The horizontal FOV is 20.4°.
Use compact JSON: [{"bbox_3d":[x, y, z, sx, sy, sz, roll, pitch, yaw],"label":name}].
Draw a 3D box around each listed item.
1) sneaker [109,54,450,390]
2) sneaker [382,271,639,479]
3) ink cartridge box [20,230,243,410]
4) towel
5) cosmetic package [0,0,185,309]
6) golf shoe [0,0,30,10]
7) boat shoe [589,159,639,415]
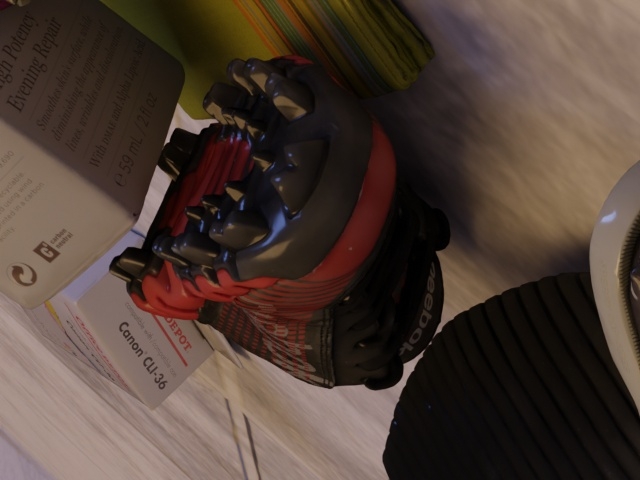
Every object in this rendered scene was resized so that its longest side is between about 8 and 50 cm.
[{"bbox_3d":[0.000,0.000,0.709,0.135,0.097,0.276,25,169,-9],"label":"sneaker"},{"bbox_3d":[0.106,0.113,0.766,0.122,0.146,0.330,65,148,26],"label":"sneaker"},{"bbox_3d":[-0.150,0.041,1.231,0.198,0.067,0.115,25,153,48],"label":"ink cartridge box"},{"bbox_3d":[-0.038,-0.099,0.741,0.102,0.021,0.237,54,161,-15],"label":"towel"},{"bbox_3d":[-0.177,-0.088,0.744,0.231,0.117,0.085,37,125,-21],"label":"cosmetic package"},{"bbox_3d":[-0.151,-0.202,0.615,0.140,0.115,0.306,44,162,18],"label":"golf shoe"},{"bbox_3d":[0.153,0.071,0.578,0.069,0.081,0.227,30,155,50],"label":"boat shoe"}]
